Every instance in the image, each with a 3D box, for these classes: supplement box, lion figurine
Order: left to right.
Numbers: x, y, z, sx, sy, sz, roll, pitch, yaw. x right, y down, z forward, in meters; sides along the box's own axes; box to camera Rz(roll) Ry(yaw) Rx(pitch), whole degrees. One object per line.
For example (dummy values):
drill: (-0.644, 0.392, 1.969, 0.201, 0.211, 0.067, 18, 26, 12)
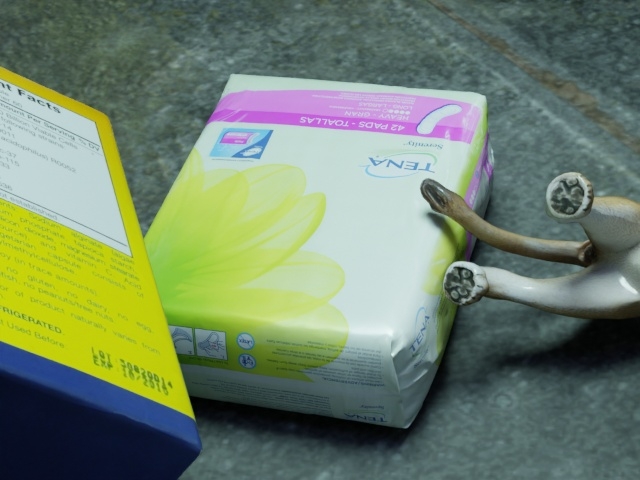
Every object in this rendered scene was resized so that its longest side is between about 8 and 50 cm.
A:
supplement box: (-0.240, 0.048, 1.195, 0.194, 0.195, 0.356, 26, 27, -34)
lion figurine: (0.277, 0.032, 1.225, 0.392, 0.142, 0.240, 28, 16, 37)

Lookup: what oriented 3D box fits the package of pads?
package of pads: (0.000, 0.000, 1.344, 0.229, 0.101, 0.296, 7, 44, 17)
